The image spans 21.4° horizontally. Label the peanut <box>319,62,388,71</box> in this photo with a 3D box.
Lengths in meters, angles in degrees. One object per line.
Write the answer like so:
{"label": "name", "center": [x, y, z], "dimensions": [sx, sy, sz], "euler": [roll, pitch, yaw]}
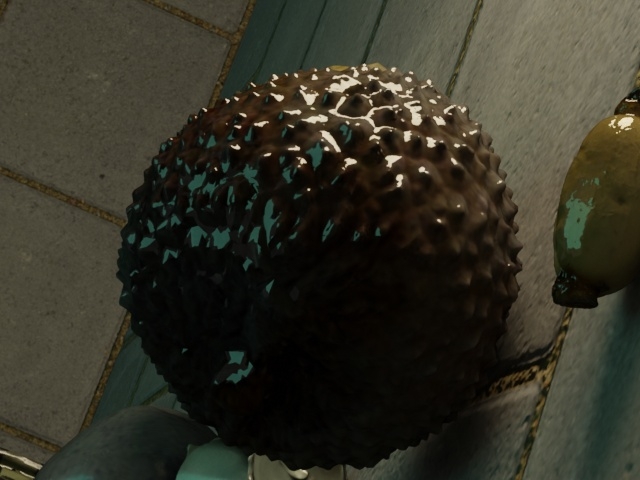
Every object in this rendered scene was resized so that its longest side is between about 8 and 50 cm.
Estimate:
{"label": "peanut", "center": [-0.013, -0.048, 1.754], "dimensions": [0.159, 0.143, 0.291], "euler": [-10, 54, 66]}

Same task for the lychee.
{"label": "lychee", "center": [-0.001, 0.014, 1.194], "dimensions": [0.300, 0.300, 0.300], "euler": [-157, 90, -79]}

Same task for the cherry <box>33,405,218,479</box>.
{"label": "cherry", "center": [-0.187, 0.287, 1.689], "dimensions": [0.296, 0.218, 0.255], "euler": [-85, 14, -75]}

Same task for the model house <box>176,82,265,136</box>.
{"label": "model house", "center": [0.000, 0.000, 1.569], "dimensions": [0.204, 0.211, 0.243], "euler": [-28, -44, -27]}

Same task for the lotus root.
{"label": "lotus root", "center": [0.174, -0.024, 1.004], "dimensions": [0.073, 0.062, 0.150], "euler": [79, -150, -67]}

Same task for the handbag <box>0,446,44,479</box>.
{"label": "handbag", "center": [-0.359, 0.401, 2.000], "dimensions": [0.325, 0.327, 0.163], "euler": [-56, 13, 41]}

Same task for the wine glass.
{"label": "wine glass", "center": [-0.052, 0.213, 1.476], "dimensions": [0.183, 0.122, 0.122], "euler": [-40, 28, 64]}
